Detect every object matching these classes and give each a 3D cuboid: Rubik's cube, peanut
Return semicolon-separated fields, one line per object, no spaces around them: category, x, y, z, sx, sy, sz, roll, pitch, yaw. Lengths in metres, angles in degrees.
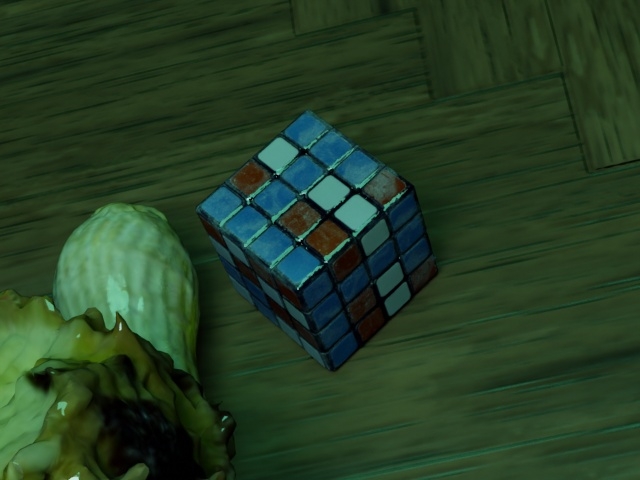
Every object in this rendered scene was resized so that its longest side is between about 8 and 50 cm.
Rubik's cube;0.000;0.000;0.921;0.092;0.092;0.092;-42;56;-14
peanut;-0.108;0.065;0.910;0.087;0.087;0.207;-13;55;6

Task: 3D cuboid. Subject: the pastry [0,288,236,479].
pastry;-0.216;0.212;0.700;0.405;0.338;0.292;-8;16;-17
